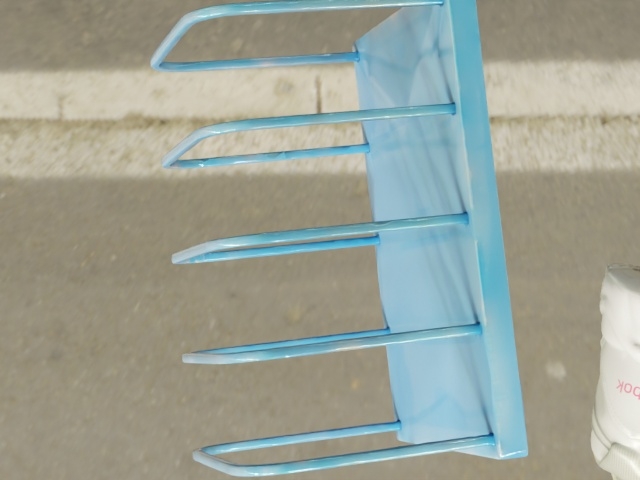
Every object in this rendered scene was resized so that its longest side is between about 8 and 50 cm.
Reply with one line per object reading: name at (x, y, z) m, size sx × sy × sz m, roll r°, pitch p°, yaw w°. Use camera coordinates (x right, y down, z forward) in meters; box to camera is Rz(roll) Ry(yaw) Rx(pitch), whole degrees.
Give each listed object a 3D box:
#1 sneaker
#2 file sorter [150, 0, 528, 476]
sneaker at (0.176, 0.074, 0.715) m, size 0.090 × 0.232 × 0.115 m, roll 20°, pitch 95°, yaw 31°
file sorter at (0.000, 0.000, 0.563) m, size 0.104 × 0.118 × 0.170 m, roll -6°, pitch 87°, yaw -15°
